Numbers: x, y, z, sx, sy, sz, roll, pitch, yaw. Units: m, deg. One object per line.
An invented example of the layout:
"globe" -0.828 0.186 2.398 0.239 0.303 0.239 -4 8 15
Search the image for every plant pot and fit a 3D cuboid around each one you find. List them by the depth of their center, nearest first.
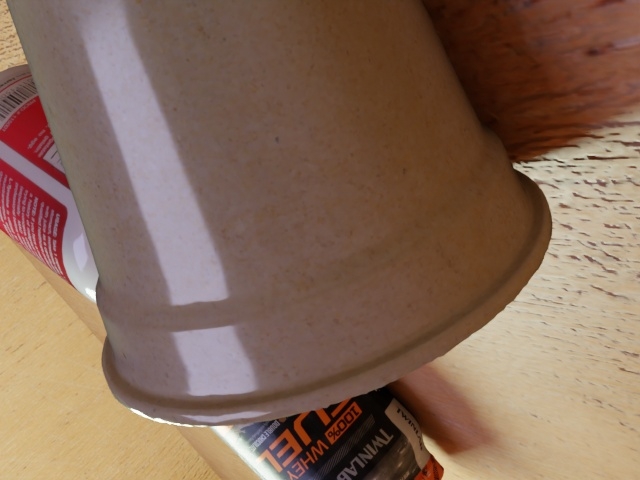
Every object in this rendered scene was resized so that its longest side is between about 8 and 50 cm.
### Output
"plant pot" -0.052 -0.103 0.613 0.334 0.334 0.305 13 131 55

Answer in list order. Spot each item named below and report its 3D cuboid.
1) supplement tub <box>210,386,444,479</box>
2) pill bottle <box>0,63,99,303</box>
"supplement tub" -0.008 0.250 1.270 0.338 0.207 0.207 43 159 4
"pill bottle" -0.267 -0.055 1.167 0.408 0.229 0.229 31 155 34
